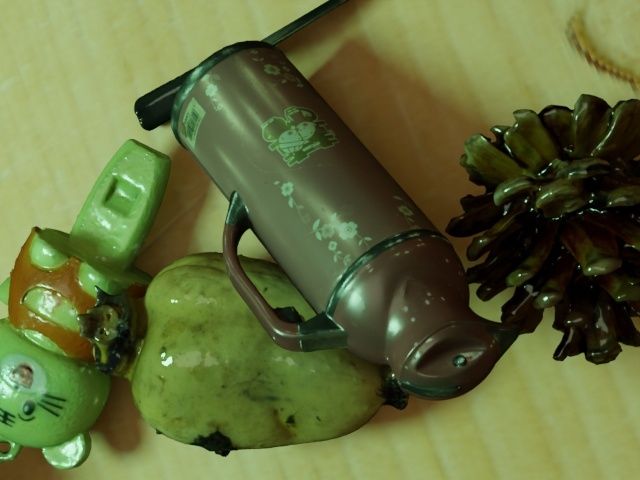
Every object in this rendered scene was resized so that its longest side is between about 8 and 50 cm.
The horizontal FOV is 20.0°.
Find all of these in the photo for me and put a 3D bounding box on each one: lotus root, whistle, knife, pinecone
[{"bbox_3d":[-0.056,0.091,1.407,0.257,0.140,0.154,10,77,4],"label":"lotus root"},{"bbox_3d":[-0.200,0.054,1.469,0.131,0.106,0.288,28,98,13],"label":"whistle"},{"bbox_3d":[-0.053,-0.150,1.453,0.230,0.060,0.028,-28,102,15],"label":"knife"},{"bbox_3d":[0.185,-0.006,1.325,0.179,0.150,0.195,-16,93,18],"label":"pinecone"}]

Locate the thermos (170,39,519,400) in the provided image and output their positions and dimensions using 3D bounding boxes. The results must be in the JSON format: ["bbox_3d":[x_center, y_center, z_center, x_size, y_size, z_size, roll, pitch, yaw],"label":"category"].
[{"bbox_3d":[0.005,-0.007,1.329,0.330,0.136,0.109,50,130,34],"label":"thermos"}]
